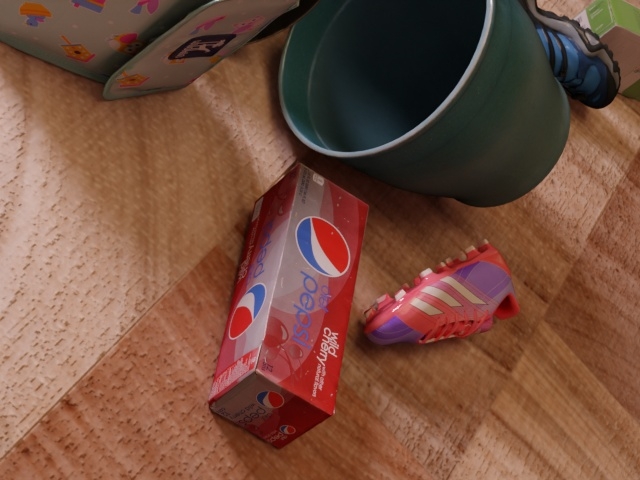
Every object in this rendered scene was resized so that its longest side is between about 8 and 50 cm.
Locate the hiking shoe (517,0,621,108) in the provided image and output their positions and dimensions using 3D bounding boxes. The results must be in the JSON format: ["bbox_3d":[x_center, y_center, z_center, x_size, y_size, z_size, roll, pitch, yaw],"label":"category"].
[{"bbox_3d":[0.274,-0.244,1.982,0.304,0.113,0.132,34,71,-30],"label":"hiking shoe"}]

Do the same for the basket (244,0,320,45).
[{"bbox_3d":[-0.088,-0.350,1.629,0.154,0.204,0.226,39,28,-41],"label":"basket"}]

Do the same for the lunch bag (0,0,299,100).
[{"bbox_3d":[-0.167,-0.249,1.424,0.262,0.223,0.160,28,49,-29],"label":"lunch bag"}]

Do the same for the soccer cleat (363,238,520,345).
[{"bbox_3d":[0.135,0.072,1.588,0.248,0.083,0.095,-27,85,-54],"label":"soccer cleat"}]

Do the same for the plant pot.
[{"bbox_3d":[0.138,-0.164,1.646,0.255,0.272,0.271,31,40,-45],"label":"plant pot"}]

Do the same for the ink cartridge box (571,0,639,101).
[{"bbox_3d":[0.442,-0.267,2.138,0.209,0.109,0.062,17,50,-36],"label":"ink cartridge box"}]

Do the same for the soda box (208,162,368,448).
[{"bbox_3d":[-0.027,0.058,1.422,0.092,0.083,0.263,32,45,-22],"label":"soda box"}]
